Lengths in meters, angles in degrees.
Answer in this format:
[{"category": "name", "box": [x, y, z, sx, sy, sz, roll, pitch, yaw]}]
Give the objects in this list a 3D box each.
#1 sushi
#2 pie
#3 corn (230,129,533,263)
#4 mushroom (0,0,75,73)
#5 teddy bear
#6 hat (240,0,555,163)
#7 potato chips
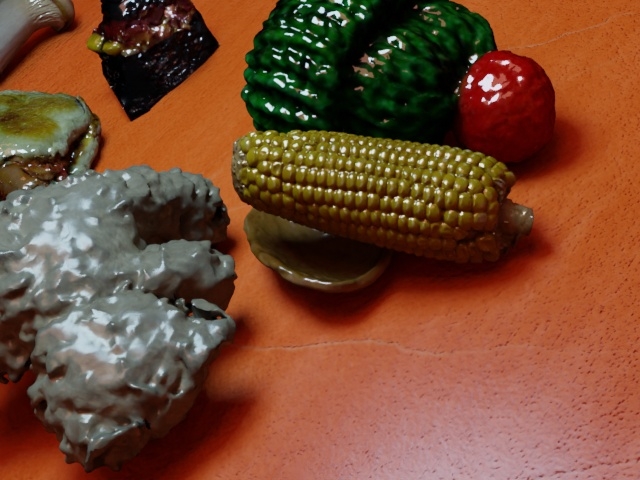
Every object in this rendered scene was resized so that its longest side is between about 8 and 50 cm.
[{"category": "sushi", "box": [-0.254, -0.305, 1.664, 0.172, 0.150, 0.153, -31, 39, -5]}, {"category": "pie", "box": [-0.441, -0.139, 1.590, 0.274, 0.105, 0.257, 10, 41, 11]}, {"category": "corn", "box": [0.060, -0.049, 1.183, 0.321, 0.119, 0.119, 8, 48, 13]}, {"category": "mushroom", "box": [-0.558, -0.321, 1.879, 0.328, 0.122, 0.159, -40, 50, -17]}, {"category": "teddy bear", "box": [-0.241, 0.096, 1.210, 0.357, 0.224, 0.368, -25, 54, 0]}, {"category": "hat", "box": [0.102, -0.181, 1.278, 0.332, 0.242, 0.274, 21, 75, 28]}, {"category": "potato chips", "box": [0.000, 0.000, 1.254, 0.150, 0.049, 0.201, -26, 44, -25]}]
